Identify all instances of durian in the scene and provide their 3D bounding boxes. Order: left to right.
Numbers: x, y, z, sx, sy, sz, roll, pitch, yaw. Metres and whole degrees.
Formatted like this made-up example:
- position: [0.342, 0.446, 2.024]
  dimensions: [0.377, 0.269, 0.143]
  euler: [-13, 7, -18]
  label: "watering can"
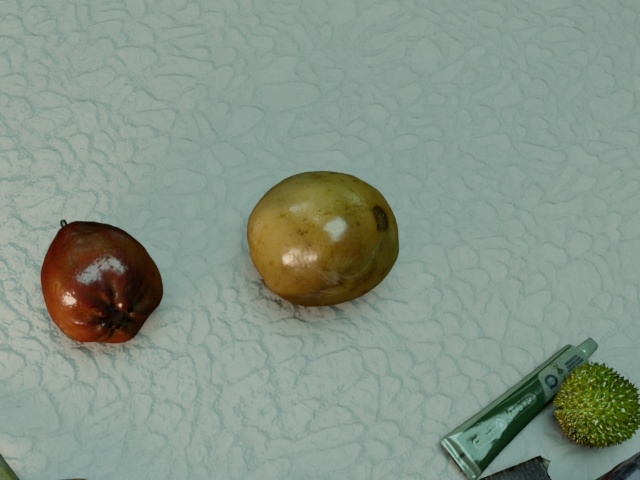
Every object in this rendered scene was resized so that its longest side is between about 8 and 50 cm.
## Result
- position: [0.534, 0.322, 1.991]
  dimensions: [0.198, 0.146, 0.159]
  euler: [35, 78, -35]
  label: "durian"

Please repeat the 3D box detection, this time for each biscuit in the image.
- position: [0.324, 0.486, 1.933]
  dimensions: [0.252, 0.070, 0.106]
  euler: [-18, 69, -16]
  label: "biscuit"

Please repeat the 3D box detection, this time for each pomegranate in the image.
- position: [0.008, -0.006, 2.001]
  dimensions: [0.307, 0.307, 0.307]
  euler: [3, 64, -7]
  label: "pomegranate"

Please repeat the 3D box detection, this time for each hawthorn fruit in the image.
- position: [-0.419, 0.060, 1.951]
  dimensions: [0.224, 0.224, 0.261]
  euler: [-25, 54, -19]
  label: "hawthorn fruit"

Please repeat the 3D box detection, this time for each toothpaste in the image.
- position: [0.402, 0.311, 2.038]
  dimensions: [0.392, 0.061, 0.098]
  euler: [-36, 80, -19]
  label: "toothpaste"

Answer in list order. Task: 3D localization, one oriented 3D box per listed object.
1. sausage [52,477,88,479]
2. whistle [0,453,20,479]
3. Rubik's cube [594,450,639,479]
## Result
- position: [-0.561, 0.455, 1.821]
  dimensions: [0.348, 0.053, 0.053]
  euler: [-5, 65, -11]
  label: "sausage"
- position: [-0.568, 0.396, 1.802]
  dimensions: [0.068, 0.057, 0.326]
  euler: [-8, 40, -43]
  label: "whistle"
- position: [0.529, 0.571, 1.802]
  dimensions: [0.287, 0.293, 0.292]
  euler: [-35, 72, -22]
  label: "Rubik's cube"
